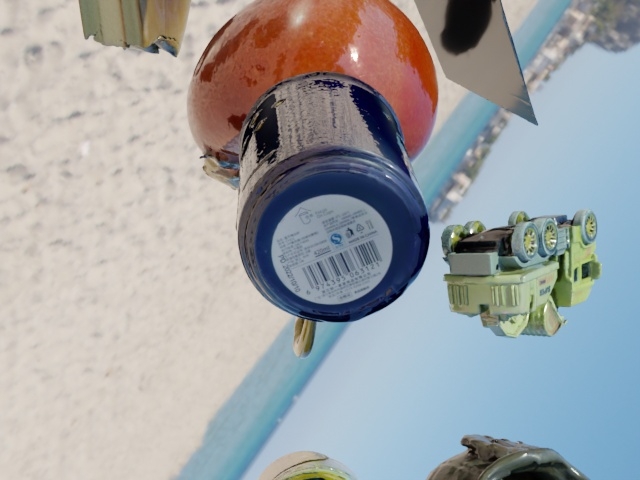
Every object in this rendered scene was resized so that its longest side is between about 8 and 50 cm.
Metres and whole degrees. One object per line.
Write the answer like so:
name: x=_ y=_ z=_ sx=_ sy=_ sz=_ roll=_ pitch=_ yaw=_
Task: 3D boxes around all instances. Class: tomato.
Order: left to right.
tomato: x=-0.011 y=-0.209 z=1.203 sx=0.341 sy=0.341 sz=0.272 roll=105 pitch=-8 yaw=-76

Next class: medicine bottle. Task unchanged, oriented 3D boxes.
medicine bottle: x=-0.006 y=0.266 z=0.821 sx=0.124 sy=0.124 sz=0.239 roll=-54 pitch=179 yaw=-10

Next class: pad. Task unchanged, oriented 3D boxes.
pad: x=0.224 y=-0.297 z=1.314 sx=0.005 sy=0.202 sz=0.300 roll=-48 pitch=144 yaw=-7

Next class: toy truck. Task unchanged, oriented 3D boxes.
toy truck: x=0.188 y=0.035 z=0.807 sx=0.191 sy=0.085 sz=0.116 roll=-10 pitch=98 yaw=-51

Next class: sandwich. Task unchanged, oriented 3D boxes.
sandwich: x=-0.351 y=-0.446 z=1.572 sx=0.227 sy=0.155 sz=0.198 roll=23 pitch=79 yaw=-65

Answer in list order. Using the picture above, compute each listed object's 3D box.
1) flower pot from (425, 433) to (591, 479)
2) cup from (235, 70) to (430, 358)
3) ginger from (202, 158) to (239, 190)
flower pot: x=0.276 y=0.420 z=1.245 sx=0.302 sy=0.302 sz=0.213 roll=-52 pitch=-170 yaw=-30
cup: x=0.019 y=-0.011 z=0.852 sx=0.178 sy=0.255 sz=0.256 roll=-18 pitch=-156 yaw=6
ginger: x=-0.031 y=-0.180 z=1.573 sx=0.375 sy=0.166 sz=0.236 roll=-24 pitch=152 yaw=-44
